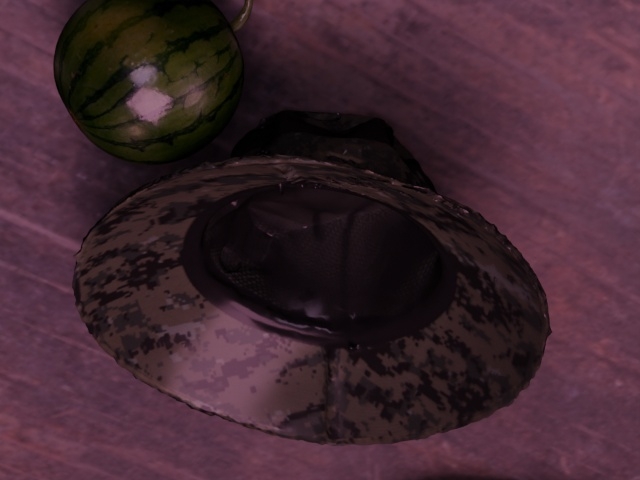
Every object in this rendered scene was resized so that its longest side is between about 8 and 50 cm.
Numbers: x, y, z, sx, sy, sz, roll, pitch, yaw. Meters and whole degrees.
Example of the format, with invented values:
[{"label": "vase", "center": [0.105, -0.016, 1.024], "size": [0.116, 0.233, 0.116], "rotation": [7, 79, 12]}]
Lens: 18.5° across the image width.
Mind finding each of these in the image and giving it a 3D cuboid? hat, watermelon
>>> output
[{"label": "hat", "center": [0.000, 0.000, 1.107], "size": [0.265, 0.128, 0.265], "rotation": [6, 137, 5]}, {"label": "watermelon", "center": [-0.085, -0.089, 1.027], "size": [0.109, 0.109, 0.109], "rotation": [-5, 134, -5]}]
